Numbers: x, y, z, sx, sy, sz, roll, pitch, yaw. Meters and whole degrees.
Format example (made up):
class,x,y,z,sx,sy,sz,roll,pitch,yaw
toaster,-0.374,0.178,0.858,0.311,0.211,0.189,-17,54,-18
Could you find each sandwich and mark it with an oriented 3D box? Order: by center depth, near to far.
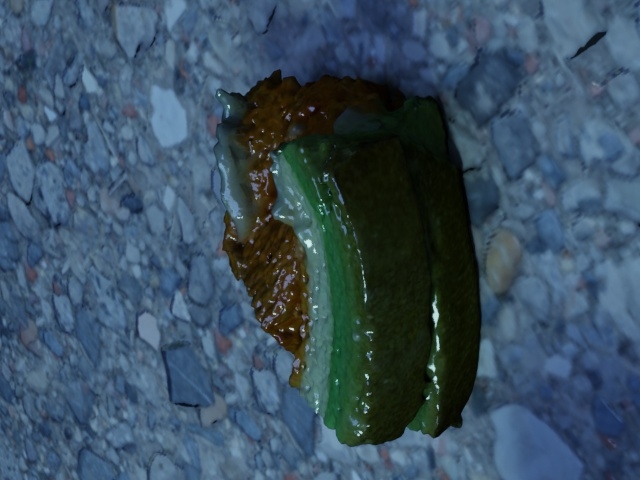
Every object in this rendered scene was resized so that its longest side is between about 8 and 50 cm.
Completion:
class,x,y,z,sx,sy,sz,roll,pitch,yaw
sandwich,0.002,0.009,0.744,0.160,0.109,0.184,13,115,43
